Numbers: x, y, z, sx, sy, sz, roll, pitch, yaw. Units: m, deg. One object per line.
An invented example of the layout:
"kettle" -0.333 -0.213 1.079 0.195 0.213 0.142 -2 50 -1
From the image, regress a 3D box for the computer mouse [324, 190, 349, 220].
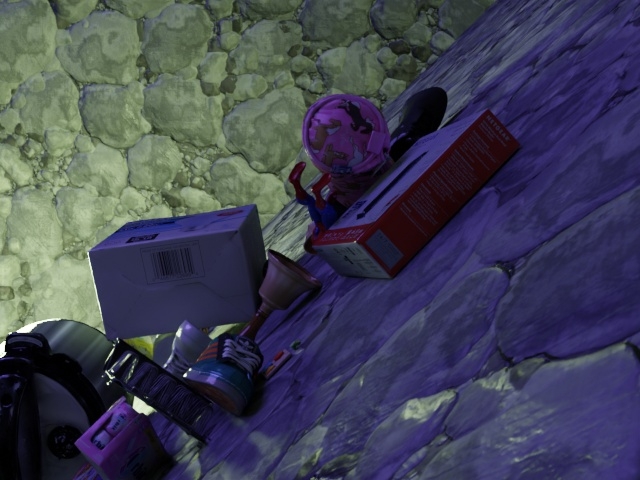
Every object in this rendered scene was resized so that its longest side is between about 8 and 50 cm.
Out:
"computer mouse" 0.063 -0.098 2.156 0.188 0.072 0.272 -61 -5 19

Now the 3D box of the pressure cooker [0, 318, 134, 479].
"pressure cooker" -0.637 0.392 2.022 0.375 0.370 0.420 -41 9 9

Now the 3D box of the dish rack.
"dish rack" -0.269 0.255 1.493 0.074 0.208 0.271 -56 11 -12

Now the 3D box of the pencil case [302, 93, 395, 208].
"pencil case" 0.068 -0.166 1.794 0.160 0.167 0.386 -21 -11 4

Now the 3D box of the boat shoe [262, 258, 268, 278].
"boat shoe" -0.106 0.086 2.043 0.065 0.075 0.206 -43 11 -16

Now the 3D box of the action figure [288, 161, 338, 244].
"action figure" 0.030 -0.066 1.714 0.139 0.091 0.280 -49 -29 -22

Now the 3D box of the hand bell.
"hand bell" -0.115 0.151 1.740 0.242 0.126 0.126 -56 6 6

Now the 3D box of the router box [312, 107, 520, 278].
"router box" 0.148 -0.069 1.514 0.301 0.082 0.335 -45 7 -10

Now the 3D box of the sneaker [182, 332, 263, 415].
"sneaker" -0.152 0.204 1.454 0.121 0.108 0.302 -54 8 -13

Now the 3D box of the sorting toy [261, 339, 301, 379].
"sorting toy" -0.065 0.192 1.462 0.083 0.012 0.062 -45 7 -9

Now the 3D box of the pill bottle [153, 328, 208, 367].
"pill bottle" -0.343 0.254 2.178 0.121 0.121 0.221 -43 8 4

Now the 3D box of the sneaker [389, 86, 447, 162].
"sneaker" 0.227 -0.255 2.145 0.286 0.109 0.130 -55 16 -12

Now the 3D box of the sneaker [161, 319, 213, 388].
"sneaker" -0.280 0.263 1.804 0.169 0.108 0.292 -48 -9 -15

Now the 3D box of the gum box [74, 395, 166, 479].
"gum box" -0.332 0.347 1.495 0.107 0.062 0.188 -47 -23 -23

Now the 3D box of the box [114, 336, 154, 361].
"box" -0.436 0.293 2.158 0.043 0.179 0.105 -37 -31 15

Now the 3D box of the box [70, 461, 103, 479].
"box" -0.439 0.480 1.666 0.201 0.057 0.293 -41 8 23

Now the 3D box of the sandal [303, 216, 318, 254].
"sandal" -0.004 -0.005 1.962 0.079 0.088 0.240 -43 13 -9

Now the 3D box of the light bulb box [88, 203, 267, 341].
"light bulb box" -0.324 0.067 2.158 0.358 0.225 0.361 -8 11 3
